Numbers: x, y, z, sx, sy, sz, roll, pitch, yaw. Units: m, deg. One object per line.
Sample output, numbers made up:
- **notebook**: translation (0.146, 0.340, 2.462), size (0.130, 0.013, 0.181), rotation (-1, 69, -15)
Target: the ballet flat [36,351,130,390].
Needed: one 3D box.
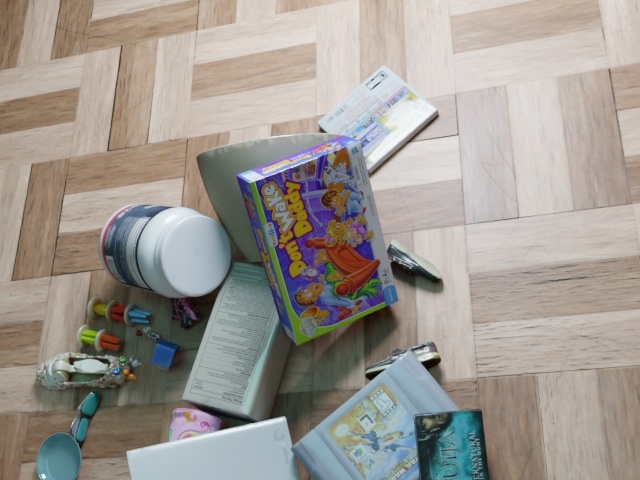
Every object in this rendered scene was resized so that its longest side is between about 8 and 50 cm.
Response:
- **ballet flat**: translation (-0.536, 0.282, 1.891), size (0.241, 0.077, 0.091), rotation (-7, 66, 16)

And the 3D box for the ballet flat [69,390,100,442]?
- **ballet flat**: translation (-0.517, 0.380, 1.861), size (0.041, 0.041, 0.114), rotation (8, 68, 22)

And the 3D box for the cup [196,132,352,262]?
- **cup**: translation (-0.081, -0.078, 1.799), size (0.331, 0.331, 0.236), rotation (-8, 87, 15)

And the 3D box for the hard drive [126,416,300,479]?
- **hard drive**: translation (-0.194, 0.465, 1.613), size (0.308, 0.040, 0.203), rotation (-10, 72, -15)

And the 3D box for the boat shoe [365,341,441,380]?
- **boat shoe**: translation (0.160, 0.239, 1.691), size (0.152, 0.056, 0.049), rotation (-14, 54, 5)

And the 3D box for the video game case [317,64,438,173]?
- **video game case**: translation (0.129, -0.280, 1.963), size (0.212, 0.023, 0.193), rotation (-41, 60, -4)

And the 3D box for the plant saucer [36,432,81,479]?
- **plant saucer**: translation (-0.553, 0.471, 1.827), size (0.119, 0.021, 0.119), rotation (-6, 75, 23)

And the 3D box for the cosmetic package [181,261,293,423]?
- **cosmetic package**: translation (-0.150, 0.211, 1.772), size (0.160, 0.113, 0.309), rotation (10, 70, 23)

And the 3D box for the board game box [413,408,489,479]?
- **board game box**: translation (0.239, 0.404, 1.549), size (0.126, 0.026, 0.186), rotation (-6, 82, 1)

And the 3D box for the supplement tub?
- **supplement tub**: translation (-0.335, 0.021, 1.834), size (0.272, 0.191, 0.191), rotation (8, 66, 49)

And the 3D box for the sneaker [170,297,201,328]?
- **sneaker**: translation (-0.316, 0.148, 1.902), size (0.057, 0.047, 0.119), rotation (-45, 58, 9)

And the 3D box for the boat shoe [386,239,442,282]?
- **boat shoe**: translation (0.193, 0.050, 1.774), size (0.133, 0.049, 0.042), rotation (35, 108, 22)

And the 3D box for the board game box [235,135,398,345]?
- **board game box**: translation (0.000, 0.000, 1.663), size (0.233, 0.347, 0.078), rotation (-23, 23, -17)

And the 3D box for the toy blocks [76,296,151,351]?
- **toy blocks**: translation (-0.460, 0.194, 1.920), size (0.148, 0.054, 0.123), rotation (7, 67, 21)

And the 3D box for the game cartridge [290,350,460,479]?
- **game cartridge**: translation (0.117, 0.375, 1.609), size (0.297, 0.062, 0.198), rotation (-40, 72, -2)

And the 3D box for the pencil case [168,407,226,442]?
- **pencil case**: translation (-0.269, 0.477, 1.683), size (0.124, 0.124, 0.284), rotation (4, 68, 21)

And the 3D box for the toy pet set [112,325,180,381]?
- **toy pet set**: translation (-0.369, 0.240, 1.833), size (0.114, 0.065, 0.122), rotation (19, 51, 4)
